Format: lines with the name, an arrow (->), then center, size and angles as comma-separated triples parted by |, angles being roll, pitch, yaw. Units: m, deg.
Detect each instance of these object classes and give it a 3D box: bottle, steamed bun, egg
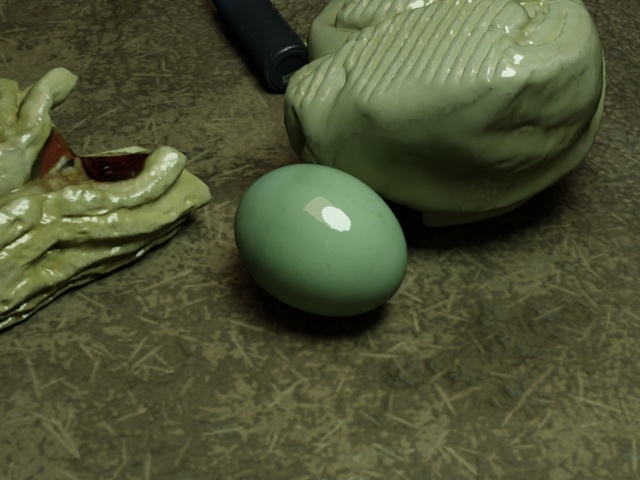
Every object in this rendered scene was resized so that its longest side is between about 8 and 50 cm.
bottle -> -0.089, -0.301, 1.496 | 0.072, 0.082, 0.244 | -18, 45, -17
steamed bun -> 0.158, -0.161, 1.228 | 0.368, 0.255, 0.342 | 2, 49, 41
steamed bun -> -0.350, -0.054, 1.145 | 0.428, 0.189, 0.247 | -25, 41, -26
egg -> 0.000, 0.000, 1.115 | 0.192, 0.149, 0.149 | 26, 47, 25

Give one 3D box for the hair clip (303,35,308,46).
hair clip -> 0.068, -0.270, 1.503 | 0.189, 0.033, 0.060 | -6, 45, -13
